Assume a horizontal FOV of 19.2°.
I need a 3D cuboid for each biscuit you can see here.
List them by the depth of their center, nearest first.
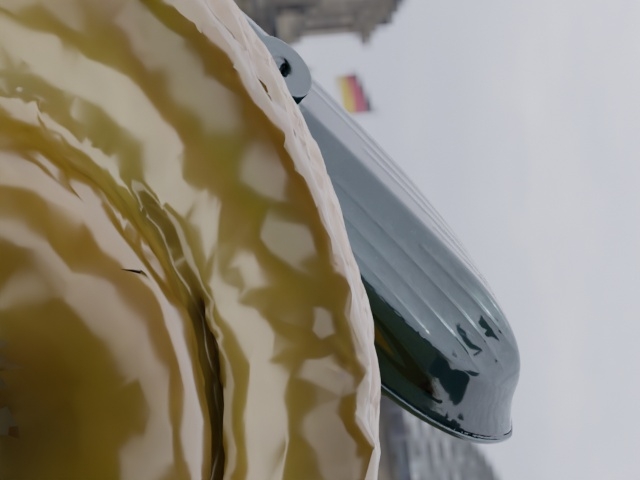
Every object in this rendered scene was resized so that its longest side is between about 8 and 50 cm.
[{"bbox_3d":[-0.099,0.044,0.395,0.102,0.296,0.296,-5,-89,46],"label":"biscuit"}]

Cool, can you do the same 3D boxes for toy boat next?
[{"bbox_3d":[0.000,0.000,0.836,0.103,0.246,0.093,-42,-175,36],"label":"toy boat"}]
